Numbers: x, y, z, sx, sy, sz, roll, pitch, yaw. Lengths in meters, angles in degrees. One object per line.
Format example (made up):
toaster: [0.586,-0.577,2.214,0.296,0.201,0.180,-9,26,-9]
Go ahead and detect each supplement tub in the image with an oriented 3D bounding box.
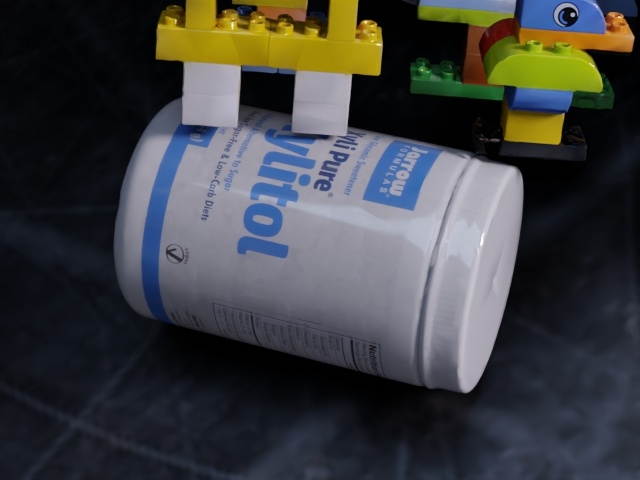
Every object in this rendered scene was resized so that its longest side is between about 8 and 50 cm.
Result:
supplement tub: [0.000,0.000,0.449,0.107,0.071,0.071,12,59,16]

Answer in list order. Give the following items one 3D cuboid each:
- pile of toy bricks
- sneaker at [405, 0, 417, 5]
pile of toy bricks: [0.063,-0.092,0.444,0.212,0.105,0.118,4,26,-2]
sneaker: [0.101,-0.210,0.522,0.101,0.153,0.268,32,66,24]
